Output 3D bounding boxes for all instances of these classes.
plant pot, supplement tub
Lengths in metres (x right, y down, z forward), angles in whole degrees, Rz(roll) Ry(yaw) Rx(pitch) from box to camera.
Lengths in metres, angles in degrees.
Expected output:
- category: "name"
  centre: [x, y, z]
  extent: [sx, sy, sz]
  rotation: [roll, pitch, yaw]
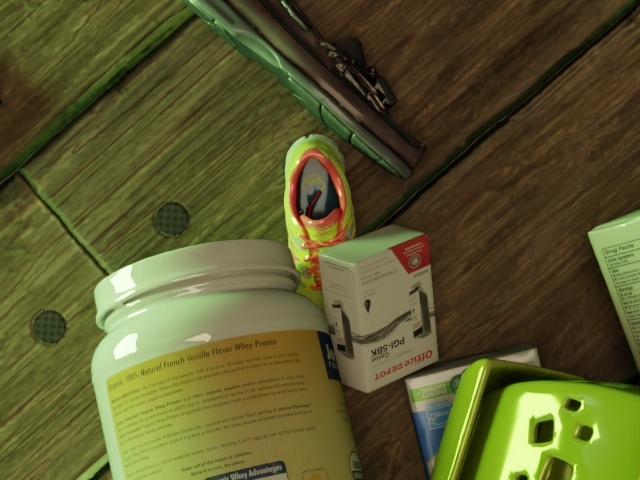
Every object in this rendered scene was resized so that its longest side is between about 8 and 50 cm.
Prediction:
- category: "plant pot"
  centre: [0.219, 0.222, 1.232]
  extent: [0.207, 0.227, 0.228]
  rotation: [18, 91, 37]
- category: "supplement tub"
  centre: [-0.084, 0.177, 1.310]
  extent: [0.228, 0.228, 0.316]
  rotation: [-14, 75, 2]

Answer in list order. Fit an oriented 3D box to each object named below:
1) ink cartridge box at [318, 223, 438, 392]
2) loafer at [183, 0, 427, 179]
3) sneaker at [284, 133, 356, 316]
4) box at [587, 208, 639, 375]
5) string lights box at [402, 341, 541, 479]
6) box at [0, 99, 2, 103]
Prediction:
- category: "ink cartridge box"
  centre: [0.058, 0.065, 1.368]
  extent: [0.099, 0.056, 0.135]
  rotation: [-21, 114, -35]
- category: "loafer"
  centre: [-0.005, -0.185, 1.386]
  extent: [0.302, 0.109, 0.095]
  rotation: [40, 88, 4]
- category: "sneaker"
  centre: [0.000, 0.000, 1.391]
  extent: [0.081, 0.094, 0.208]
  rotation: [-12, 92, 1]
- category: "box"
  centre: [0.376, 0.068, 1.333]
  extent: [0.127, 0.149, 0.232]
  rotation: [-20, 90, -36]
- category: "string lights box"
  centre: [0.174, 0.242, 1.397]
  extent: [0.133, 0.077, 0.259]
  rotation: [-14, 90, 0]
- category: "box"
  centre: [-0.400, -0.117, 1.436]
  extent: [0.094, 0.027, 0.137]
  rotation: [39, 92, 0]
